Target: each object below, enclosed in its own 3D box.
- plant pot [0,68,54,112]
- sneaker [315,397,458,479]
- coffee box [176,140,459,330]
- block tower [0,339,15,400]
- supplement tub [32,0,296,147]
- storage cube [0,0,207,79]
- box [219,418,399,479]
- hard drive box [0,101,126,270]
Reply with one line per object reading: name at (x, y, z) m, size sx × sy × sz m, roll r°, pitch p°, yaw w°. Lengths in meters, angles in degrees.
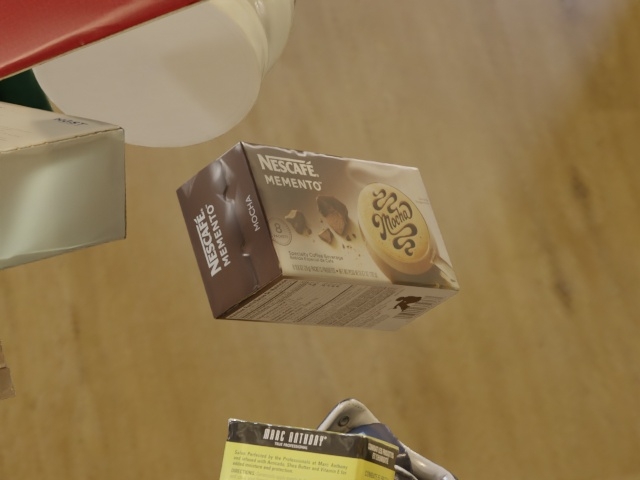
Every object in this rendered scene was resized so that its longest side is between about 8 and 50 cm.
plant pot at (-0.417, -0.135, 1.830) m, size 0.165 × 0.234 × 0.165 m, roll -36°, pitch 108°, yaw -42°
sneaker at (-0.043, 0.168, 1.111) m, size 0.282 × 0.153 × 0.099 m, roll 13°, pitch 21°, yaw -28°
coffee box at (0.000, 0.000, 2.115) m, size 0.297 × 0.119 × 0.168 m, roll 7°, pitch 58°, yaw -45°
block tower at (-0.365, 0.075, 1.700) m, size 0.097 × 0.335 × 0.091 m, roll -15°, pitch 107°, yaw -18°
supplement tub at (-0.131, -0.267, 1.667) m, size 0.235 × 0.235 × 0.325 m, roll 20°, pitch 48°, yaw -14°
storage cube at (-0.129, -0.170, 0.632) m, size 0.184 × 0.215 × 0.193 m, roll -93°, pitch 160°, yaw -65°
box at (-0.022, 0.215, 0.990) m, size 0.058 × 0.087 × 0.232 m, roll 32°, pitch 64°, yaw -61°
hard drive box at (-0.282, -0.036, 1.330) m, size 0.232 × 0.181 × 0.089 m, roll -16°, pitch 112°, yaw -46°
